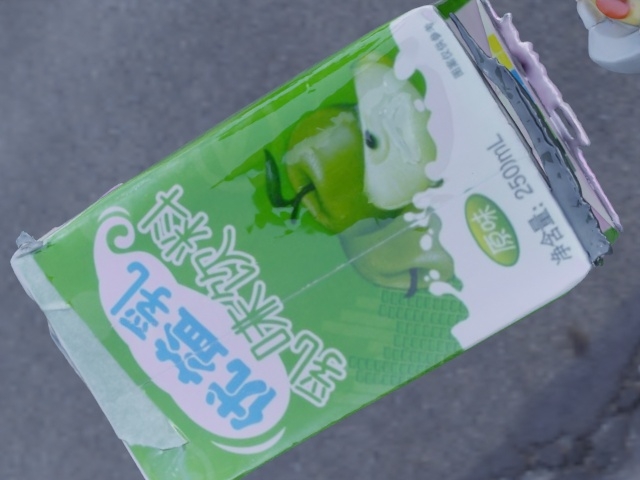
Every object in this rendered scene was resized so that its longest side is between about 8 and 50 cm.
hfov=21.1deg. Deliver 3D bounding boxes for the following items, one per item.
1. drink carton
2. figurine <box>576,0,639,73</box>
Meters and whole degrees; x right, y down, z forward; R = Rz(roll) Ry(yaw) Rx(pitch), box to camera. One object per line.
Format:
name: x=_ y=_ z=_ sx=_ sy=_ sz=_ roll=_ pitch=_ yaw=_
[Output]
drink carton: x=0.000 y=0.000 z=0.856 sx=0.271 sy=0.108 sz=0.161 roll=-31 pitch=91 yaw=18
figurine: x=0.218 y=-0.216 z=1.170 sx=0.133 sy=0.236 sz=0.176 roll=-17 pitch=49 yaw=11
